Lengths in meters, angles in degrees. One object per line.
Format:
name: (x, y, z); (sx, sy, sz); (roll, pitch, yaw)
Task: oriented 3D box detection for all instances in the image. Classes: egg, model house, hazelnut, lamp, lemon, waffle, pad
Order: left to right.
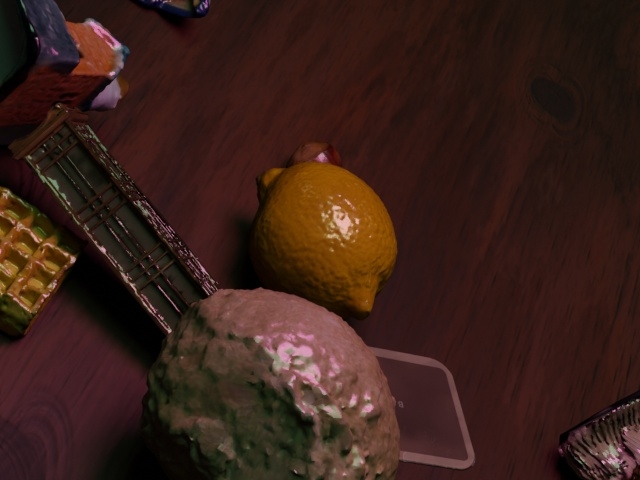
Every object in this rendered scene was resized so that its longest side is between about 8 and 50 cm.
waffle: (-0.389, 0.002, 1.923); (0.211, 0.055, 0.160); (32, 37, -5)
model house: (-0.349, -0.210, 2.054); (0.291, 0.253, 0.184); (2, 57, -54)
lamp: (-0.220, -0.009, 1.963); (0.325, 0.090, 0.089); (50, 7, 5)
egg: (-0.046, 0.193, 1.800); (0.310, 0.279, 0.279); (51, 39, -2)
hazelnut: (-0.004, -0.095, 2.288); (0.086, 0.086, 0.086); (19, 40, -17)
lemon: (0.000, 0.000, 2.098); (0.187, 0.187, 0.244); (-5, 47, -39)
pad: (0.064, 0.196, 2.083); (0.266, 0.002, 0.176); (12, 43, -25)

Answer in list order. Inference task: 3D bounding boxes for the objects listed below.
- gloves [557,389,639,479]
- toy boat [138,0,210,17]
gloves: (0.454, 0.324, 2.117); (0.210, 0.135, 0.312); (-11, 56, -42)
toy boat: (-0.262, -0.402, 2.390); (0.262, 0.114, 0.115); (34, 25, -5)
